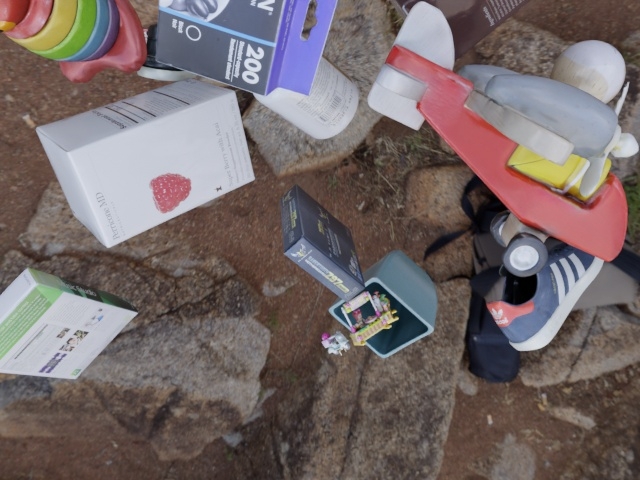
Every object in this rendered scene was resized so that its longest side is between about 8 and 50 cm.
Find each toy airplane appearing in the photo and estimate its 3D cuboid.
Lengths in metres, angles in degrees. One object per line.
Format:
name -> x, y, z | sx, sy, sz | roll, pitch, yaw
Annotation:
toy airplane -> 0.256, -0.173, 0.718 | 0.272, 0.386, 0.384 | -40, 143, 21

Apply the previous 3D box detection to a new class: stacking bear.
stacking bear -> -0.432, -0.358, 0.826 | 0.176, 0.289, 0.164 | -5, 94, 17

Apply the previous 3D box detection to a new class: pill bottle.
pill bottle -> -0.047, -0.279, 0.933 | 0.131, 0.131, 0.229 | -50, 141, 14

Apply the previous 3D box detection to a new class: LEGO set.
LEGO set -> 0.118, 0.177, 1.376 | 0.132, 0.287, 0.107 | -25, 94, 41

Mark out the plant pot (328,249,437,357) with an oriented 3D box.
plant pot -> 0.226, 0.174, 1.736 | 0.248, 0.252, 0.247 | 42, 133, -7

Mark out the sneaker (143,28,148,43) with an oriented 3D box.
sneaker -> -0.400, -0.442, 1.220 | 0.051, 0.134, 0.070 | -4, 109, -16

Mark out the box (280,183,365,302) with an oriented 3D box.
box -> 0.000, 0.000, 1.144 | 0.183, 0.232, 0.059 | 39, 110, -25

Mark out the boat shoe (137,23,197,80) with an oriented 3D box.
boat shoe -> -0.279, -0.413, 1.123 | 0.127, 0.340, 0.112 | 13, 116, 9

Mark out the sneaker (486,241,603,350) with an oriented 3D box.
sneaker -> 0.474, 0.063, 1.143 | 0.148, 0.131, 0.350 | 46, 61, -5

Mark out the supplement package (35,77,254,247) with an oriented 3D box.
supplement package -> -0.295, -0.147, 0.943 | 0.293, 0.175, 0.177 | -30, 128, -28

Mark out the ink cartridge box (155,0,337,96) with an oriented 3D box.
ink cartridge box -> -0.088, -0.283, 0.650 | 0.209, 0.045, 0.206 | 15, 133, -5

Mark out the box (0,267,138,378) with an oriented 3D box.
box -> -0.590, 0.196, 1.193 | 0.232, 0.322, 0.058 | -47, 65, -1

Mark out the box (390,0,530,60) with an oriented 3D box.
box -> 0.211, -0.427, 0.852 | 0.203, 0.168, 0.167 | -37, 144, 18
